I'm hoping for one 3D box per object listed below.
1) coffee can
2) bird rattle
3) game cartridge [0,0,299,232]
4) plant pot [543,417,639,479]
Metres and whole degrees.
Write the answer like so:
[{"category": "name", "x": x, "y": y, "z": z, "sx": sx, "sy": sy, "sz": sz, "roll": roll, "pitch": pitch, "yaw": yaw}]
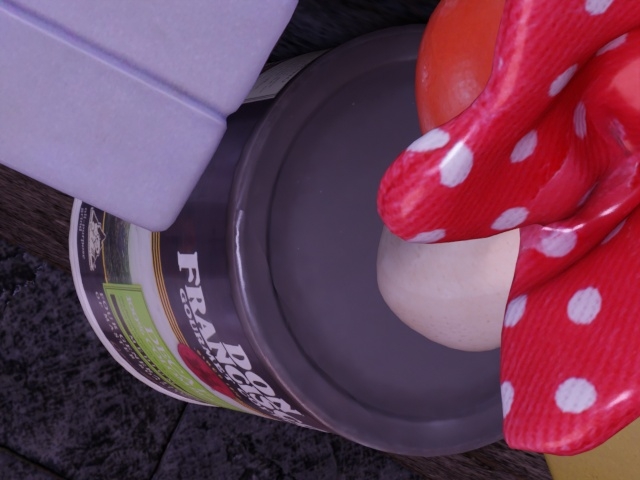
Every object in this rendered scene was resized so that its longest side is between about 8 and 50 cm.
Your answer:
[{"category": "coffee can", "x": 0.000, "y": 0.000, "z": 0.970, "sx": 0.201, "sy": 0.201, "sz": 0.275, "roll": 30, "pitch": 168, "yaw": -20}, {"category": "bird rattle", "x": 0.081, "y": -0.045, "z": 0.445, "sx": 0.143, "sy": 0.253, "sz": 0.207, "roll": 24, "pitch": 148, "yaw": -10}, {"category": "game cartridge", "x": -0.130, "y": -0.163, "z": 0.370, "sx": 0.355, "sy": 0.230, "sz": 0.068, "roll": 26, "pitch": -167, "yaw": -31}, {"category": "plant pot", "x": 0.195, "y": 0.028, "z": 0.693, "sx": 0.187, "sy": 0.212, "sz": 0.212, "roll": 53, "pitch": 158, "yaw": -25}]
